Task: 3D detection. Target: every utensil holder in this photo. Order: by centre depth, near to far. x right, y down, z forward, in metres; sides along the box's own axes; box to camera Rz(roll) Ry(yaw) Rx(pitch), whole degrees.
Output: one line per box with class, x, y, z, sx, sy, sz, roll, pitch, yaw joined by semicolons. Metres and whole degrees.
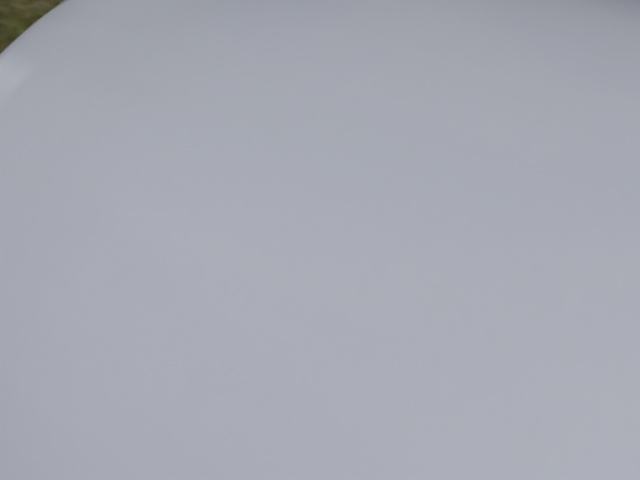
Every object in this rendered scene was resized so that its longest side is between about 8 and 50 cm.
utensil holder;0.075;0.085;0.492;0.327;0.385;0.328;-12;111;-34
